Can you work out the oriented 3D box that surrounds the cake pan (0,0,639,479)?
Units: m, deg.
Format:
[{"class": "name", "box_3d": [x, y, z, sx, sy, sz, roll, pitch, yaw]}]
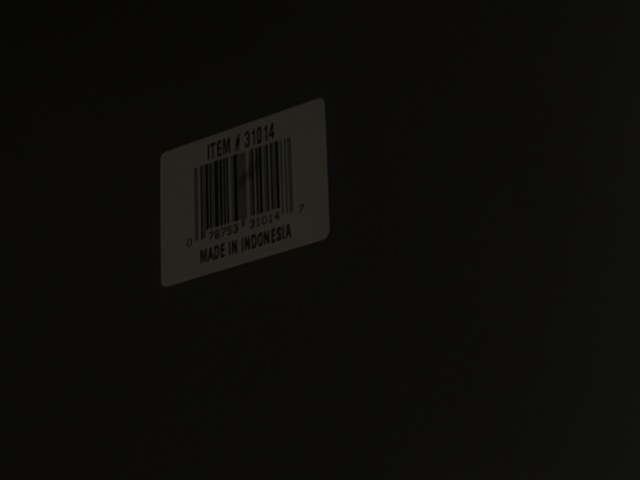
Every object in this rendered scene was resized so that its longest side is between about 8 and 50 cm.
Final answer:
[{"class": "cake pan", "box_3d": [0.000, 0.000, 0.442, 0.293, 0.054, 0.293, -14, 67, 36]}]
